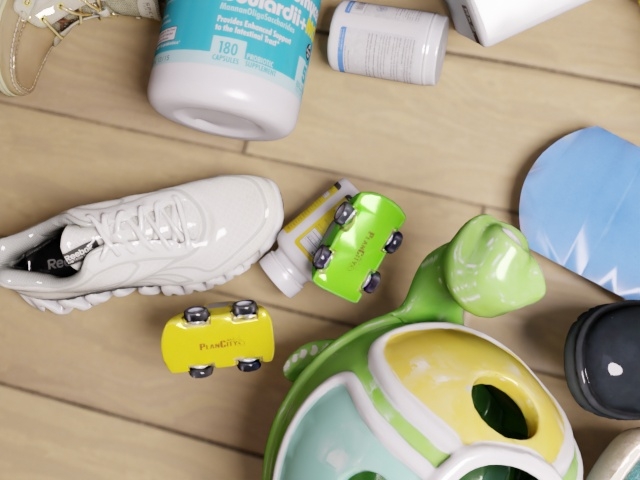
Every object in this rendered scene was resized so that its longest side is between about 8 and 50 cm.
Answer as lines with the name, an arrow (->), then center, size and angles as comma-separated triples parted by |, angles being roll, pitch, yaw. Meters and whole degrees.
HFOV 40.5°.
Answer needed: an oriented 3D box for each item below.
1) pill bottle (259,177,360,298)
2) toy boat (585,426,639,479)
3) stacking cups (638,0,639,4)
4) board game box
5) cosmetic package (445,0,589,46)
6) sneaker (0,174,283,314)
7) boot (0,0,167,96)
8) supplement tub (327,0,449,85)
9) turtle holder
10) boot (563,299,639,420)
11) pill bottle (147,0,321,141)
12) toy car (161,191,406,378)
pill bottle -> 0.000, 0.000, 0.827 | 0.116, 0.065, 0.065 | -40, 77, 2
toy boat -> 0.347, 0.230, 0.660 | 0.318, 0.148, 0.267 | -31, 105, -6
stacking cups -> 0.391, -0.097, 0.767 | 0.096, 0.096, 0.316 | -23, 83, 6
board game box -> 0.267, -0.023, 0.800 | 0.168, 0.033, 0.133 | 28, 82, 8
cosmetic package -> 0.190, -0.283, 0.767 | 0.183, 0.151, 0.151 | -22, 108, 7
sneaker -> -0.177, 0.002, 0.835 | 0.292, 0.118, 0.110 | -17, 77, 6
boot -> -0.244, -0.242, 0.906 | 0.165, 0.077, 0.213 | 12, 81, 10
supplement tub -> 0.066, -0.192, 0.843 | 0.107, 0.071, 0.071 | 13, 84, 12
turtle holder -> 0.102, 0.168, 0.671 | 0.243, 0.227, 0.320 | 42, 83, -13
boot -> 0.333, 0.080, 0.632 | 0.246, 0.207, 0.094 | 6, 75, -29
pill bottle -> -0.072, -0.239, 0.837 | 0.146, 0.146, 0.264 | 9, 83, 12
toy car -> 0.002, 0.057, 0.780 | 0.239, 0.053, 0.225 | 27, 97, -15
